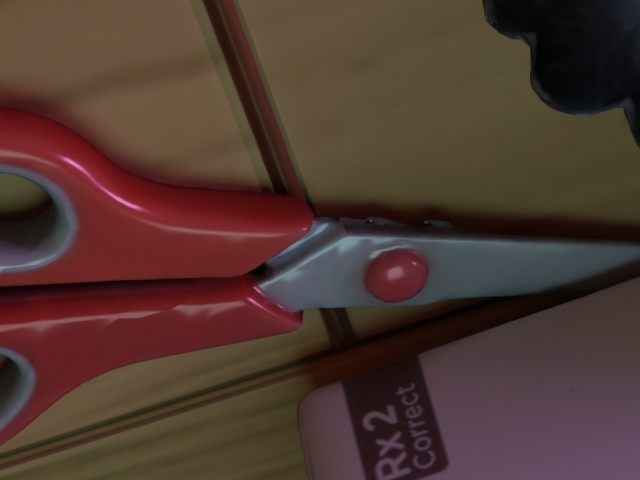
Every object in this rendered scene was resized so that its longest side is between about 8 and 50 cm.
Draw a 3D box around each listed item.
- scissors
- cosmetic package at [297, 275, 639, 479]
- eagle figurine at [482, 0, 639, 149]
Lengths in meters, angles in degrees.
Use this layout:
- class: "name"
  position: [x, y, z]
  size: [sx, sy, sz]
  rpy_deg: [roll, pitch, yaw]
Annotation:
- class: "scissors"
  position: [0.000, 0.000, 0.433]
  size: [0.297, 0.021, 0.109]
  rpy_deg: [-9, 130, -3]
- class: "cosmetic package"
  position: [0.100, 0.122, 0.461]
  size: [0.151, 0.151, 0.184]
  rpy_deg: [-20, 136, 4]
- class: "eagle figurine"
  position: [0.194, -0.107, 0.311]
  size: [0.298, 0.225, 0.226]
  rpy_deg: [-31, 90, 51]
